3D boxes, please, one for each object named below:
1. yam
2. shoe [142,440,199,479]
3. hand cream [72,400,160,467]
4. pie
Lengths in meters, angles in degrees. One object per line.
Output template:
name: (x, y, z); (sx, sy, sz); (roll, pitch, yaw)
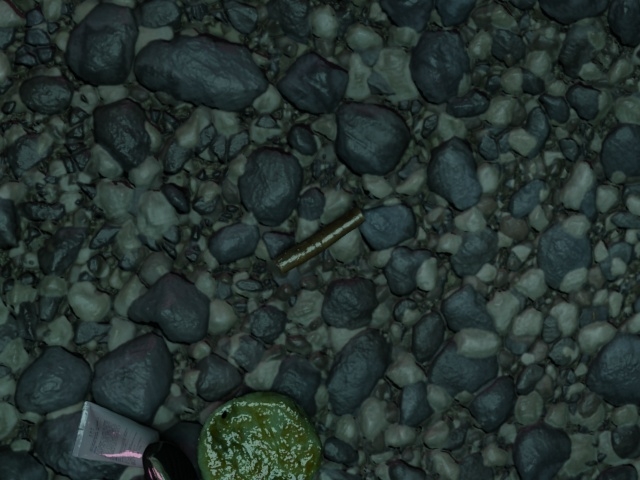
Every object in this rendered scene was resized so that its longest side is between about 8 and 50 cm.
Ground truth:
yam: (0.000, 0.000, 1.223); (0.145, 0.032, 0.032); (-33, 97, -2)
shoe: (-0.218, 0.384, 1.177); (0.112, 0.099, 0.227); (-18, 119, 9)
hand cream: (-0.284, 0.291, 1.209); (0.142, 0.053, 0.084); (15, 92, 8)
pie: (-0.090, 0.311, 1.231); (0.187, 0.041, 0.186); (0, 94, -7)
